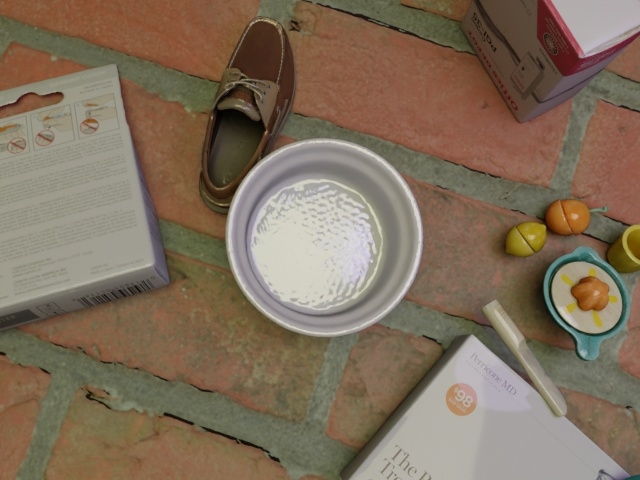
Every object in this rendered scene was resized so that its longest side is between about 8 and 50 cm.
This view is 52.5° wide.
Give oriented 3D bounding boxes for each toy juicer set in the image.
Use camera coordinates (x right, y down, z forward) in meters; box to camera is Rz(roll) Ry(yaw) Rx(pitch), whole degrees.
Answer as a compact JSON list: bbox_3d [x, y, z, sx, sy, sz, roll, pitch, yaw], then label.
[{"bbox_3d":[0.359,0.063,0.961,0.209,0.089,0.329,37,67,6],"label":"toy juicer set"}]

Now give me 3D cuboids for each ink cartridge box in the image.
[{"bbox_3d":[-0.427,-0.071,1.012,0.307,0.091,0.385,-16,65,-4],"label":"ink cartridge box"},{"bbox_3d":[0.329,-0.320,0.959,0.117,0.283,0.207,-29,83,-2],"label":"ink cartridge box"}]

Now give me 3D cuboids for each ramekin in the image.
[{"bbox_3d":[0.000,0.000,0.960,0.276,0.135,0.278,1,84,-7],"label":"ramekin"}]

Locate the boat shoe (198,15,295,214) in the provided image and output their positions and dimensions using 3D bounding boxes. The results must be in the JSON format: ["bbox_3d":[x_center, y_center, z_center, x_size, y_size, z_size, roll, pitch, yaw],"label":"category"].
[{"bbox_3d":[-0.111,-0.203,1.007,0.123,0.116,0.325,10,81,0],"label":"boat shoe"}]

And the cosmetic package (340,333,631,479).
[{"bbox_3d":[0.261,0.367,0.942,0.377,0.097,0.284,42,79,5],"label":"cosmetic package"}]

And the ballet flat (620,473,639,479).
[{"bbox_3d":[0.377,0.400,0.869,0.213,0.072,0.068,-37,112,-8],"label":"ballet flat"}]
